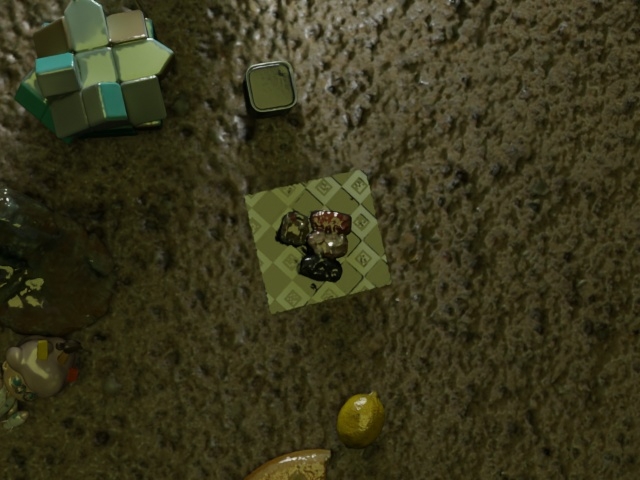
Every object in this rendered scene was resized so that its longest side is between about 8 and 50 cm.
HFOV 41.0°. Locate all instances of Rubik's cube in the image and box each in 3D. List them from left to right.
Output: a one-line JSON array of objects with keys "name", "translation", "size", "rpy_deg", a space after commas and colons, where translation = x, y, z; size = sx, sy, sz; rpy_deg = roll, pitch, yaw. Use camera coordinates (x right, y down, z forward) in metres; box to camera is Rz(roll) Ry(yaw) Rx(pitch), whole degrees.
[{"name": "Rubik's cube", "translation": [-0.366, -0.273, 1.389], "size": [0.265, 0.213, 0.224], "rpy_deg": [-6, 92, -6]}]

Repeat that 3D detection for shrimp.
[{"name": "shrimp", "translation": [-0.541, 0.007, 1.394], "size": [0.445, 0.110, 0.221], "rpy_deg": [35, 97, -22]}]

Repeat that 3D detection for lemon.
[{"name": "lemon", "translation": [0.073, 0.318, 1.524], "size": [0.082, 0.082, 0.111], "rpy_deg": [29, 86, -8]}]

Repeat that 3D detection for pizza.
[{"name": "pizza", "translation": [-0.083, 0.464, 1.511], "size": [0.134, 0.056, 0.271], "rpy_deg": [44, 82, -4]}]

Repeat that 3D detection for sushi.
[{"name": "sushi", "translation": [0.000, 0.000, 1.529], "size": [0.231, 0.047, 0.220], "rpy_deg": [-13, 92, -9]}]

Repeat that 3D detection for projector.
[{"name": "projector", "translation": [-0.089, -0.262, 1.498], "size": [0.083, 0.082, 0.083], "rpy_deg": [-11, 91, -10]}]

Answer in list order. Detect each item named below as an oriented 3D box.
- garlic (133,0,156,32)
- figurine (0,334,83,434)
[{"name": "garlic", "translation": [-0.264, -0.481, 1.419], "size": [0.207, 0.207, 0.257], "rpy_deg": [2, 97, -9]}, {"name": "figurine", "translation": [-0.488, 0.228, 1.424], "size": [0.229, 0.112, 0.137], "rpy_deg": [-36, 125, -1]}]
